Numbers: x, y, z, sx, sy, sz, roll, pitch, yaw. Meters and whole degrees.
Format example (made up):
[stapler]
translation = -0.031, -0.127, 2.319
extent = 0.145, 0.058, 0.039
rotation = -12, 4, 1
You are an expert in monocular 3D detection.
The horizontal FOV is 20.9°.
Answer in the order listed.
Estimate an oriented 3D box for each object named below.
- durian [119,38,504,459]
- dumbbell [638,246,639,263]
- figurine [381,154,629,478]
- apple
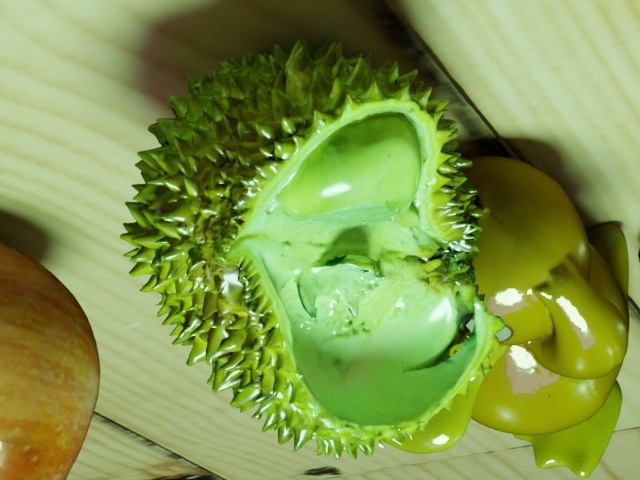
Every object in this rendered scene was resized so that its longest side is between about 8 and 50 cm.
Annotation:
[durian]
translation = -0.002, -0.003, 0.961
extent = 0.200, 0.176, 0.237
rotation = -34, 124, -6
[dumbbell]
translation = 0.330, 0.135, 1.152
extent = 0.204, 0.322, 0.204
rotation = -2, 156, -1
[figurine]
translation = 0.121, 0.046, 1.150
extent = 0.215, 0.215, 0.228
rotation = -18, 166, 31
[apple]
translation = -0.281, 0.101, 1.141
extent = 0.241, 0.242, 0.242
rotation = 12, 153, -25
